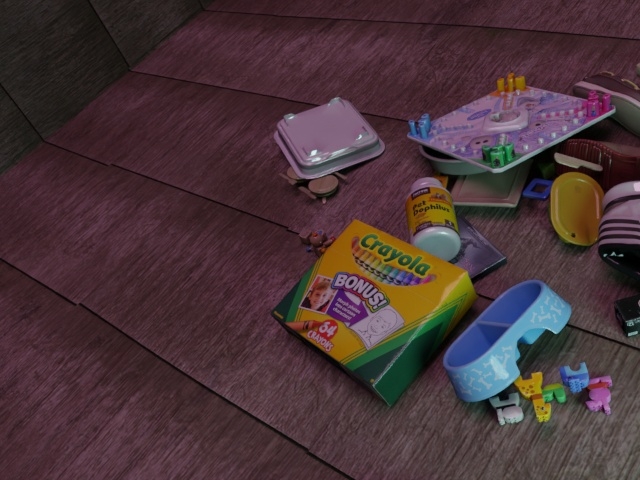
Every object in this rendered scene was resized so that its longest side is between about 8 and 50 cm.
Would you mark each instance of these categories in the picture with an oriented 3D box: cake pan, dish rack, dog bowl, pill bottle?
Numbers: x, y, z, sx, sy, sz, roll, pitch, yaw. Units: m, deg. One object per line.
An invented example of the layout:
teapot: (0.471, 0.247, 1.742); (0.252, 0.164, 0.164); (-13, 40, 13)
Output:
cake pan: (0.412, -0.259, 1.832); (0.293, 0.054, 0.293); (-14, 30, 8)
dish rack: (0.017, -0.331, 2.108); (0.285, 0.072, 0.333); (-20, 41, -9)
dog bowl: (0.362, 0.190, 1.361); (0.297, 0.074, 0.166); (-42, 11, -16)
pill bottle: (0.266, -0.053, 1.649); (0.117, 0.117, 0.215); (-14, 42, 13)

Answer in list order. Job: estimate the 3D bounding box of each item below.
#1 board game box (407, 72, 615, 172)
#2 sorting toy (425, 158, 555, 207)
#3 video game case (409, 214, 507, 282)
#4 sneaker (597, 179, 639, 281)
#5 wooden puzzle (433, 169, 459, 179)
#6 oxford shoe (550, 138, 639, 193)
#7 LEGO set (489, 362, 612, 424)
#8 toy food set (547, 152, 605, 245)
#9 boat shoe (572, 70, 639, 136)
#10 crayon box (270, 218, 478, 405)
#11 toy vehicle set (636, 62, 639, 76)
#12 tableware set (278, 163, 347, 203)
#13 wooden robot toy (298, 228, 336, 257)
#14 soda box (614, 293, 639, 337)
board game box: (0.484, -0.324, 1.798); (0.390, 0.050, 0.390); (-27, 30, -17)
sorting toy: (0.432, -0.139, 1.746); (0.347, 0.047, 0.196); (4, 45, 34)
video game case: (0.274, 0.061, 1.636); (0.274, 0.026, 0.196); (-31, 41, -4)
sneaker: (0.768, -0.002, 1.329); (0.447, 0.169, 0.257); (-4, 39, 36)
wooden puzzle: (0.364, -0.197, 1.867); (0.116, 0.014, 0.078); (-12, 47, 16)
oxford shoe: (0.708, -0.169, 1.613); (0.130, 0.123, 0.348); (-14, 27, -34)
LEGO set: (0.427, 0.297, 1.265); (0.227, 0.087, 0.093); (-15, 42, 15)
toy food set: (0.579, -0.081, 1.574); (0.128, 0.071, 0.218); (10, 69, -2)
boat shoe: (0.783, -0.349, 1.735); (0.097, 0.116, 0.324); (-34, 36, -4)
crayon box: (0.113, 0.144, 1.543); (0.313, 0.106, 0.363); (-49, 44, -13)
toy vehicle set: (0.981, -0.435, 1.777); (0.166, 0.035, 0.267); (-30, 41, -4)
tableware set: (-0.022, -0.176, 2.022); (0.128, 0.039, 0.194); (-33, 44, -22)
wooden robot toy: (0.000, 0.000, 1.798); (0.076, 0.079, 0.173); (-36, 42, -10)
soda box: (0.668, 0.130, 1.338); (0.169, 0.053, 0.060); (-17, 41, 9)
